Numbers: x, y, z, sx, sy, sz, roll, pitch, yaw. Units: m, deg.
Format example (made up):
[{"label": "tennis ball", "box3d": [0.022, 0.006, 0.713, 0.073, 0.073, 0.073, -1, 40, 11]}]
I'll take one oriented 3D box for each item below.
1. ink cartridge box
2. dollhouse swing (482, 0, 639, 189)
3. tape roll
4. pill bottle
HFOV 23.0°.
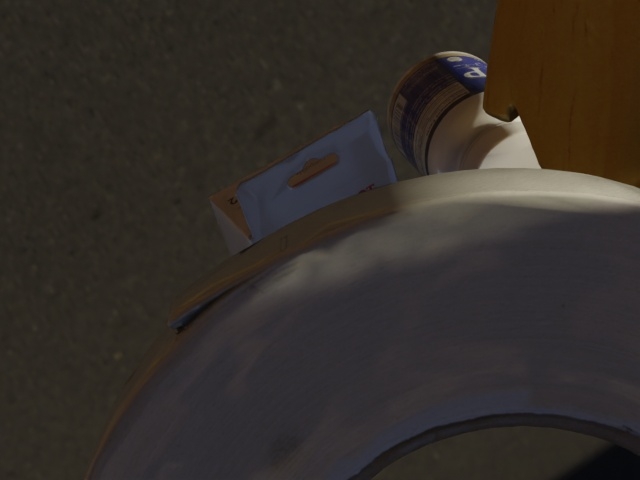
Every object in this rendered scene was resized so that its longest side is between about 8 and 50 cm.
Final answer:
[{"label": "ink cartridge box", "box3d": [0.000, 0.000, 0.997, 0.104, 0.061, 0.181, -30, 129, -15]}, {"label": "dollhouse swing", "box3d": [0.353, -0.183, 1.080, 0.305, 0.346, 0.315, -21, 128, -40]}, {"label": "tape roll", "box3d": [0.078, 0.163, 0.678, 0.392, 0.392, 0.072, -38, -171, 5]}, {"label": "pill bottle", "box3d": [0.134, -0.082, 1.321, 0.112, 0.187, 0.112, -6, 115, -14]}]
